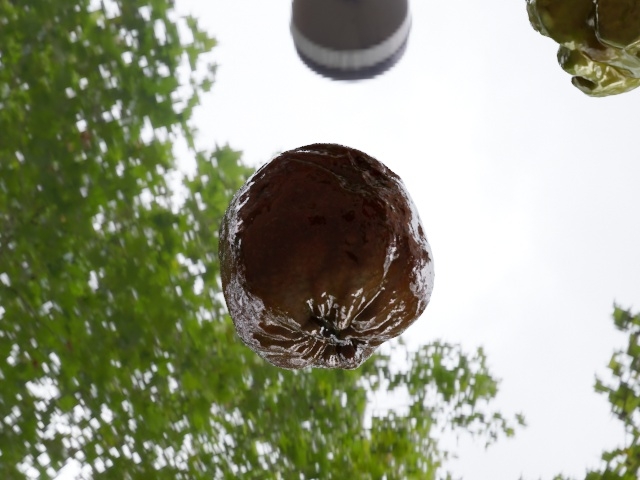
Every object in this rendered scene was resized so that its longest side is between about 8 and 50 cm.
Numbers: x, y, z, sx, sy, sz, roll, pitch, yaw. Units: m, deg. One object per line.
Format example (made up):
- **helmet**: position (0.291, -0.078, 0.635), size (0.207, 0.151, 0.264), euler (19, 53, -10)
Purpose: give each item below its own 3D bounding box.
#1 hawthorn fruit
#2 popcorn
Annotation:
- **hawthorn fruit**: position (0.005, 0.017, 1.376), size (0.258, 0.258, 0.262), euler (13, -117, 10)
- **popcorn**: position (0.336, -0.266, 1.369), size (0.226, 0.203, 0.200), euler (9, -99, 21)
